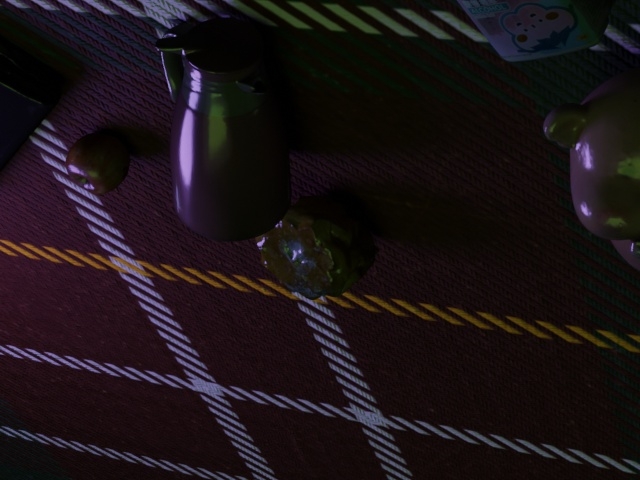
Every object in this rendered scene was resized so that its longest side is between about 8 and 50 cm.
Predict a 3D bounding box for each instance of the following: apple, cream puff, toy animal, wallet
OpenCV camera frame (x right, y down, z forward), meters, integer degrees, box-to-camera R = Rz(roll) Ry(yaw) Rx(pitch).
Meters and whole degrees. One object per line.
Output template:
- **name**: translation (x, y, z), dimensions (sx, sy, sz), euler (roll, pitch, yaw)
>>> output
- **apple**: translation (-0.292, -0.103, 2.024), dimensions (0.084, 0.071, 0.084), euler (24, 152, 14)
- **cream puff**: translation (0.000, 0.000, 1.966), dimensions (0.146, 0.116, 0.146), euler (20, 129, 27)
- **toy animal**: translation (0.360, -0.066, 1.539), dimensions (0.210, 0.230, 0.221), euler (-20, 180, 15)
- **wallet**: translation (-0.508, -0.175, 2.064), dimensions (0.228, 0.062, 0.406), euler (31, 151, -16)

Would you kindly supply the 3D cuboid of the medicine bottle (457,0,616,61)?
- **medicine bottle**: translation (0.180, -0.260, 1.415), dimensions (0.119, 0.094, 0.188), euler (-6, 140, 42)

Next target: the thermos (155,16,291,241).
- **thermos**: translation (-0.117, -0.144, 1.785), dimensions (0.176, 0.146, 0.265), euler (37, 150, 28)
